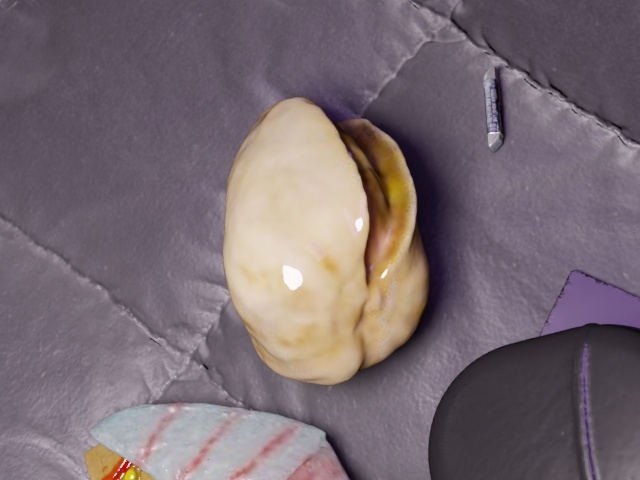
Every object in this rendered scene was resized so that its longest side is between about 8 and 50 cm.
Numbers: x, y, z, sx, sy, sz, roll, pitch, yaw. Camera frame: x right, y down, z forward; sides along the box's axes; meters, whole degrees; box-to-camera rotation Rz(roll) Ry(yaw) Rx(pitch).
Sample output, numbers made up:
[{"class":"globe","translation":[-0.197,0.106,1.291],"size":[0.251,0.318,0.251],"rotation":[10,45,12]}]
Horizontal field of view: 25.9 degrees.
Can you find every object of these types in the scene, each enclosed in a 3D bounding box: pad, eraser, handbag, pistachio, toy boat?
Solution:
[{"class":"pad","translation":[0.288,0.178,1.503],"size":[0.160,0.009,0.265],"rotation":[25,82,16]},{"class":"eraser","translation":[0.200,-0.151,1.605],"size":[0.019,0.027,0.099],"rotation":[-8,72,17]},{"class":"handbag","translation":[0.251,0.213,1.408],"size":[0.308,0.093,0.253],"rotation":[-17,64,26]},{"class":"pistachio","translation":[0.000,0.000,1.503],"size":[0.238,0.229,0.321],"rotation":[-27,57,38]},{"class":"toy boat","translation":[-0.111,0.247,1.492],"size":[0.282,0.096,0.206],"rotation":[31,68,22]}]

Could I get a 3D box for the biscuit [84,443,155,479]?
[{"class":"biscuit","translation":[-0.157,0.276,1.543],"size":[0.239,0.041,0.212],"rotation":[18,79,15]}]
